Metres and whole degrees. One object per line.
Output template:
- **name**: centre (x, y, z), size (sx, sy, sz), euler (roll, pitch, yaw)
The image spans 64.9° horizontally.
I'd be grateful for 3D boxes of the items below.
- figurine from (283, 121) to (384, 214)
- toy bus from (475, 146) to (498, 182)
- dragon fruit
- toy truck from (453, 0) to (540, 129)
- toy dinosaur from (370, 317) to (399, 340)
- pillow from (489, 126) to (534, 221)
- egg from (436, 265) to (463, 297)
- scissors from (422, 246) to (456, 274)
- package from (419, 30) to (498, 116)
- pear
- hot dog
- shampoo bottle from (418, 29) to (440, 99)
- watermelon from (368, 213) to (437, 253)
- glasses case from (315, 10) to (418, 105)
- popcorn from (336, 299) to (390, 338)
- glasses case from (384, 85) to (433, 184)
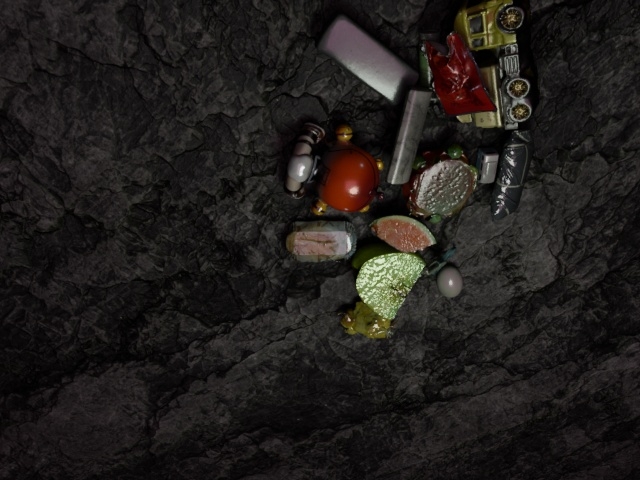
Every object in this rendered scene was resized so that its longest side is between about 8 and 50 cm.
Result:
- **figurine**: centre (0.053, -0.213, 1.642), size (0.322, 0.196, 0.320), euler (16, 114, -3)
- **toy bus**: centre (0.574, -0.254, 1.735), size (0.060, 0.075, 0.123), euler (-4, 122, -3)
- **dragon fruit**: centre (0.407, -0.202, 1.716), size (0.268, 0.130, 0.295), euler (15, 120, -10)
- **toy truck**: centre (0.509, -0.528, 1.493), size (0.253, 0.181, 0.406), euler (-3, 127, 24)
- **toy dinosaur**: centre (0.289, 0.384, 2.137), size (0.058, 0.037, 0.180), euler (28, 117, -26)
- **pillow**: centre (0.652, -0.225, 1.718), size (0.092, 0.161, 0.335), euler (24, 123, 31)
- **egg**: centre (0.507, 0.161, 1.976), size (0.103, 0.103, 0.135), euler (-10, 119, 1)
- **scissors**: centre (0.427, 0.088, 1.849), size (0.041, 0.289, 0.138), euler (46, 116, 16)
- **package**: centre (0.388, -0.473, 1.458), size (0.071, 0.194, 0.270), euler (-39, 120, -16)
- **pear**: centre (0.226, 0.124, 1.890), size (0.292, 0.159, 0.293), euler (-3, 110, -7)
- **hot dog**: centre (0.000, 0.000, 1.835), size (0.270, 0.082, 0.163), euler (-1, 110, 5)
- **shampoo bottle**: centre (0.334, -0.533, 1.543), size (0.065, 0.065, 0.205), euler (-7, 123, -1)
- **watermelon**: centre (0.307, -0.048, 1.804), size (0.231, 0.146, 0.128), euler (33, 115, 6)
- **glasses case**: centre (0.144, -0.543, 1.512), size (0.323, 0.074, 0.131), euler (30, 114, -22)
- **popcorn**: centre (0.184, 0.302, 2.015), size (0.194, 0.173, 0.169), euler (4, 86, 21)
- **glasses case**: centre (0.273, -0.325, 1.571), size (0.114, 0.060, 0.300), euler (-20, 129, -48)
